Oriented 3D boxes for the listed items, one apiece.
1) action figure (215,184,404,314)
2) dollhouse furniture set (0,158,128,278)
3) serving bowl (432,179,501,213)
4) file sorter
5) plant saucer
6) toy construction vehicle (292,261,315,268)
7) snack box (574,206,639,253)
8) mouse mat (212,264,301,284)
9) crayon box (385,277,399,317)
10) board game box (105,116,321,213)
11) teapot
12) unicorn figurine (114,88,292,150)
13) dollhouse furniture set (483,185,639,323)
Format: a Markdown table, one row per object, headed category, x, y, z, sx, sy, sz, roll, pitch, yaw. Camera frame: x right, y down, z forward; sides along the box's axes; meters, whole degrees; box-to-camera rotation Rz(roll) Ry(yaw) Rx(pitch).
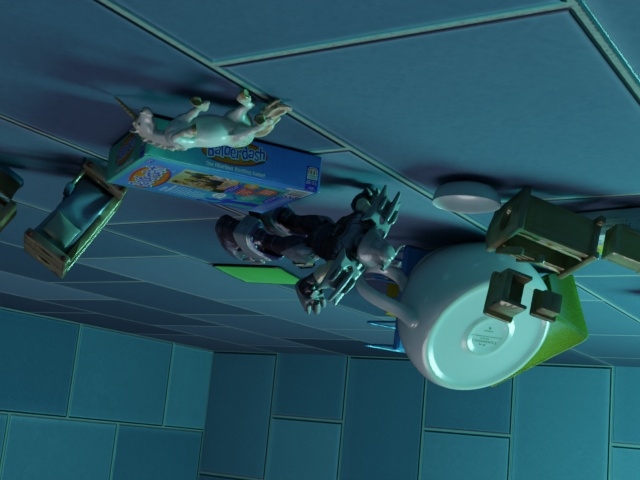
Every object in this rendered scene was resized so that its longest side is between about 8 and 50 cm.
| category | x | y | z | sx | sy | sz | roll | pitch | yaw |
| --- | --- | --- | --- | --- | --- | --- | --- | --- | --- |
| action figure | 0.000 | 0.000 | 1.211 | 0.285 | 0.185 | 0.099 | 13 | 141 | 46 |
| dollhouse furniture set | -0.369 | -0.063 | 1.233 | 0.184 | 0.129 | 0.129 | 38 | 161 | -8 |
| serving bowl | 0.178 | -0.056 | 1.151 | 0.083 | 0.027 | 0.083 | 5 | 168 | 1 |
| file sorter | 0.150 | 0.107 | 1.599 | 0.118 | 0.170 | 0.104 | 14 | 168 | -35 |
| plant saucer | 0.345 | 0.137 | 1.597 | 0.188 | 0.188 | 0.045 | -32 | 113 | 22 |
| toy construction vehicle | -0.034 | 0.015 | 1.591 | 0.098 | 0.035 | 0.086 | -6 | 153 | 35 |
| snack box | 0.403 | -0.013 | 1.230 | 0.141 | 0.037 | 0.100 | -5 | 165 | 43 |
| mouse mat | -0.120 | 0.071 | 1.948 | 0.153 | 0.007 | 0.190 | 2 | 169 | 19 |
| crayon box | 0.258 | 0.125 | 1.853 | 0.202 | 0.081 | 0.318 | 0 | 166 | 27 |
| board game box | -0.128 | -0.083 | 1.113 | 0.210 | 0.047 | 0.160 | 11 | 168 | -27 |
| teapot | 0.216 | 0.094 | 1.476 | 0.252 | 0.187 | 0.256 | -31 | 128 | 1 |
| unicorn figurine | -0.118 | -0.114 | 0.932 | 0.162 | 0.060 | 0.111 | 10 | 167 | -19 |
| dollhouse furniture set | 0.296 | 0.051 | 1.168 | 0.182 | 0.161 | 0.101 | 21 | 157 | -8 |
